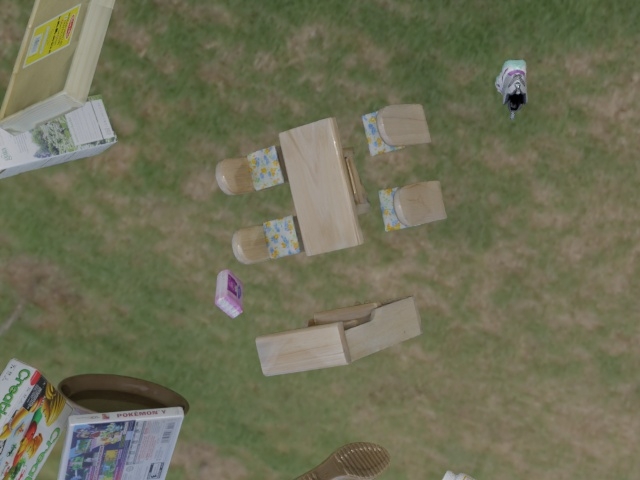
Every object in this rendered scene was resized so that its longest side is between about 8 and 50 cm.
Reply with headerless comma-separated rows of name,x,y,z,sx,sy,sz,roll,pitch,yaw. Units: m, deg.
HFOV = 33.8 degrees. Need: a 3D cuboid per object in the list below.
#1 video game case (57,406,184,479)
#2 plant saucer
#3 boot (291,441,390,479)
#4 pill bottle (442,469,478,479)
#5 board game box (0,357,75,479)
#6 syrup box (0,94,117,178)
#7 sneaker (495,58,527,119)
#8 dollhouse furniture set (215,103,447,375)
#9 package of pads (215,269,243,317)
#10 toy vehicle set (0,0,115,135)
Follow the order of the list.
video game case,-0.330,0.343,1.727,0.183,0.023,0.201,-1,137,-22
plant saucer,-0.413,0.341,2.205,0.277,0.041,0.278,11,-172,-2
boot,0.015,0.526,2.260,0.090,0.248,0.207,61,147,24
pill bottle,0.223,0.377,1.585,0.083,0.043,0.043,26,148,16
board game box,-0.499,0.350,1.605,0.053,0.305,0.193,21,158,16
syrup box,-0.493,-0.183,1.875,0.096,0.236,0.093,-20,90,55
sneaker,0.250,-0.188,1.382,0.038,0.069,0.098,-2,166,7
dollhouse furniture set,0.000,0.000,1.770,0.362,0.256,0.394,-13,90,36
package of pads,-0.165,0.096,1.908,0.032,0.083,0.050,-31,122,19
toy vehicle set,-0.375,-0.291,1.530,0.166,0.267,0.035,-13,147,38
